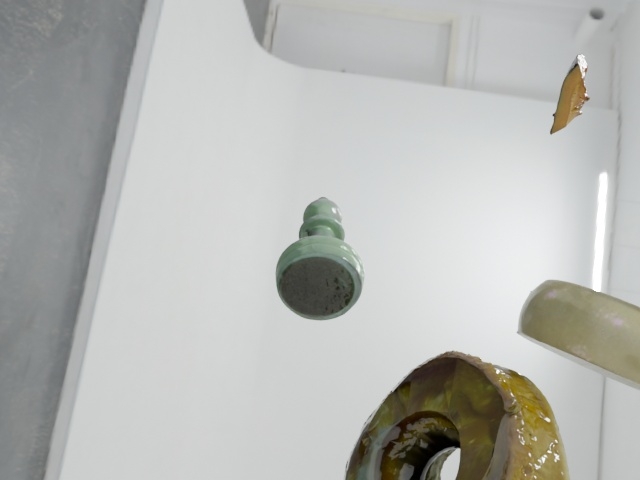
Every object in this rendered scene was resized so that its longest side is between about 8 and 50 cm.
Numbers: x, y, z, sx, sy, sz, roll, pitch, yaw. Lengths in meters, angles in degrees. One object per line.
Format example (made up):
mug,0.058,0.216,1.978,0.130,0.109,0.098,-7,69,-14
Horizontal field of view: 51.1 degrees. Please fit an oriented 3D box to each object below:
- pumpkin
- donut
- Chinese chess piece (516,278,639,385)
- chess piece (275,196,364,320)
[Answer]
pumpkin,0.339,-0.193,0.892,0.073,0.035,0.101,-32,137,-50
donut,0.161,0.309,0.880,0.160,0.330,0.329,26,66,-41
Chinese chess piece,0.420,0.146,0.992,0.097,0.251,0.251,-64,174,-3
chess piece,0.000,0.000,1.123,0.271,0.139,0.139,-89,-176,-57
